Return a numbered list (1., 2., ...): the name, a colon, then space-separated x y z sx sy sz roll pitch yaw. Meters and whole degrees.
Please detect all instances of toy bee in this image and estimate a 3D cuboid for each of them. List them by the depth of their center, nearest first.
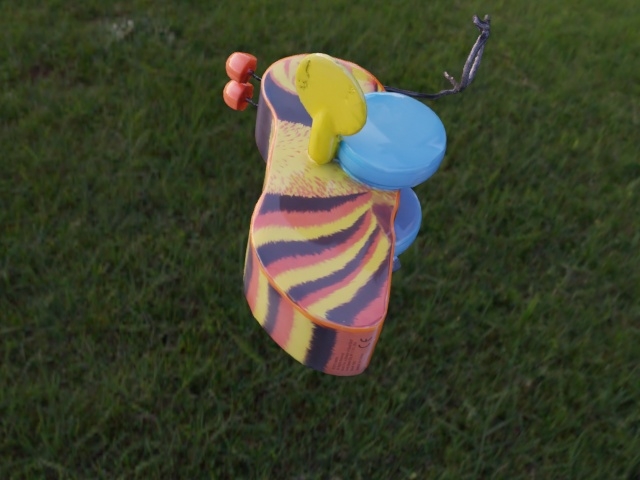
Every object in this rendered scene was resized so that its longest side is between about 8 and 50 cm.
1. toy bee: -0.002 -0.053 0.705 0.162 0.195 0.298 18 30 6

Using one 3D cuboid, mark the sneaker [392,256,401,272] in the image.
1. sneaker: 0.000 0.000 1.092 0.069 0.209 0.082 -16 103 -33
